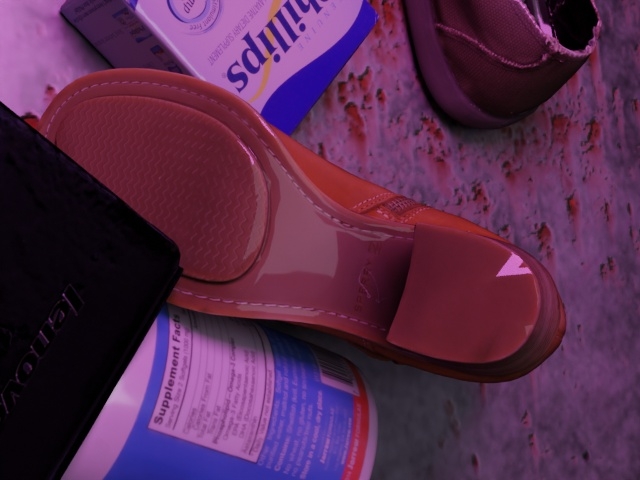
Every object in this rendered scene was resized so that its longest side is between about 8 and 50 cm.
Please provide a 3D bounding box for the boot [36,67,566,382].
[{"bbox_3d":[0.000,0.000,0.680,0.283,0.220,0.109,16,87,12],"label":"boot"}]

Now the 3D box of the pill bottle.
[{"bbox_3d":[-0.090,0.087,0.633,0.221,0.124,0.124,23,72,-29],"label":"pill bottle"}]

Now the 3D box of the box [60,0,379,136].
[{"bbox_3d":[-0.055,-0.133,0.716,0.137,0.072,0.126,46,62,-21],"label":"box"}]

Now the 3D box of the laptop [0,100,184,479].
[{"bbox_3d":[-0.336,0.042,0.458,0.407,0.236,0.382,27,75,12],"label":"laptop"}]

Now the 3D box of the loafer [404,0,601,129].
[{"bbox_3d":[0.109,-0.262,0.808,0.133,0.130,0.366,-23,97,-34],"label":"loafer"}]
